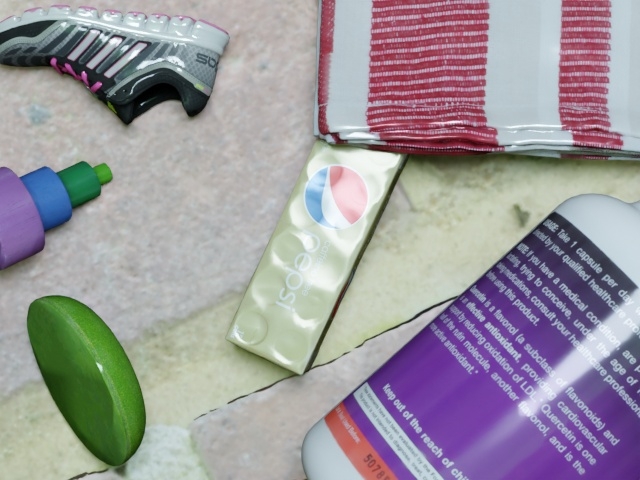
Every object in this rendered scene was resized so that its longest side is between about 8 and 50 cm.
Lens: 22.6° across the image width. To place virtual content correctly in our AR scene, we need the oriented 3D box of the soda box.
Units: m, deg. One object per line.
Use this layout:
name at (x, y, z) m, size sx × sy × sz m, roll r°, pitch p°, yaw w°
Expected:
soda box at (0.000, 0.000, 1.115) m, size 0.061 × 0.058 × 0.181 m, roll 25°, pitch 89°, yaw 5°

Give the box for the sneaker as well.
sneaker at (-0.151, -0.120, 1.127) m, size 0.170 × 0.063 × 0.074 m, roll 3°, pitch 82°, yaw 0°

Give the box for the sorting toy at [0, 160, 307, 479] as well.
sorting toy at (-0.109, 0.095, 1.115) m, size 0.126 × 0.127 × 0.365 m, roll -27°, pitch 83°, yaw -26°

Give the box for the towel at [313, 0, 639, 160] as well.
towel at (0.163, -0.171, 1.090) m, size 0.329 × 0.037 × 0.237 m, roll 2°, pitch 76°, yaw 1°

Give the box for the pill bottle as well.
pill bottle at (0.156, 0.097, 1.037) m, size 0.323 × 0.181 × 0.181 m, roll -42°, pitch 86°, yaw 2°
